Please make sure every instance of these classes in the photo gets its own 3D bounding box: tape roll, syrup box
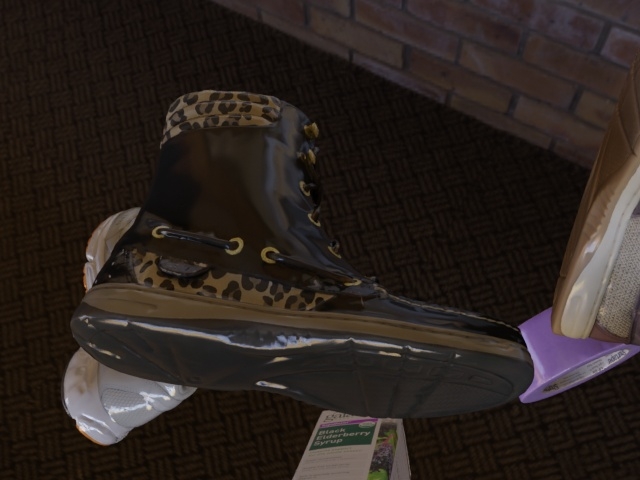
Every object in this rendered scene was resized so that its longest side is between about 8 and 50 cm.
[{"bbox_3d":[0.338,0.143,1.006,0.189,0.189,0.080,-21,64,-6],"label":"tape roll"},{"bbox_3d":[0.032,0.252,0.744,0.093,0.237,0.096,-8,99,12],"label":"syrup box"}]

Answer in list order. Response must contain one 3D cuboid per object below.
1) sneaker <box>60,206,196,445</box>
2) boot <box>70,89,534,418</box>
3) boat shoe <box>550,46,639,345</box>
[{"bbox_3d":[-0.152,0.060,0.699,0.121,0.099,0.262,-22,45,13],"label":"sneaker"},{"bbox_3d":[-0.001,-0.001,0.423,0.236,0.085,0.179,7,52,1],"label":"boot"},{"bbox_3d":[0.227,-0.035,0.479,0.092,0.285,0.103,14,42,9],"label":"boat shoe"}]
